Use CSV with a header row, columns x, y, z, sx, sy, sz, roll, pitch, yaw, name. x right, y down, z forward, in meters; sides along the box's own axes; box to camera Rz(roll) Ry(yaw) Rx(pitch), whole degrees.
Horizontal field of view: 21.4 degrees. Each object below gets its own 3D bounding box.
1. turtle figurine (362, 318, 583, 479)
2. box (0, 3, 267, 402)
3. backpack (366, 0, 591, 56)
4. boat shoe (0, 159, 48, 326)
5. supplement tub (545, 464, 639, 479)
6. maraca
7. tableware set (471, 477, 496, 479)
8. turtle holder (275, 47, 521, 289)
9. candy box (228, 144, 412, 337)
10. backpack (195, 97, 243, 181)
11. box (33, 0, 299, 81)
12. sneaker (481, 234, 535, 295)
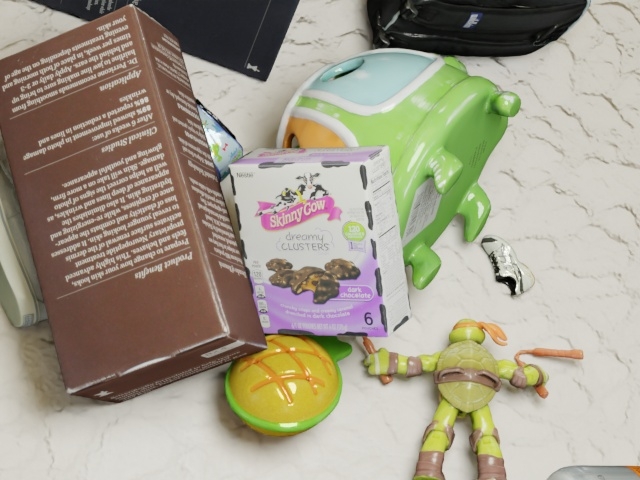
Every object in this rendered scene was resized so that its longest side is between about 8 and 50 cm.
x,y,z,sx,sy,sz,roll,pitch,yaw,name
0.176,0.175,1.912,0.269,0.087,0.217,9,63,-11,turtle figurine
-0.208,-0.037,1.819,0.191,0.143,0.381,-20,73,14,box
0.198,-0.323,2.084,0.253,0.225,0.191,6,69,-17,backpack
-0.336,-0.016,1.876,0.081,0.079,0.227,-15,75,-28,boat shoe
0.410,0.346,1.826,0.338,0.207,0.207,2,64,-15,supplement tub
-0.034,0.145,1.866,0.127,0.099,0.186,19,38,8,maraca
0.159,0.345,1.816,0.141,0.020,0.169,-31,76,19,tableware set
0.096,-0.126,1.953,0.227,0.243,0.320,28,68,18,turtle holder
0.000,0.000,1.823,0.070,0.164,0.196,-35,121,-57,candy box
-0.153,-0.107,1.951,0.114,0.105,0.084,40,73,-2,backpack
-0.151,-0.385,1.949,0.312,0.343,0.179,20,61,-6,box
0.218,0.030,2.026,0.037,0.032,0.083,-37,78,-27,sneaker
